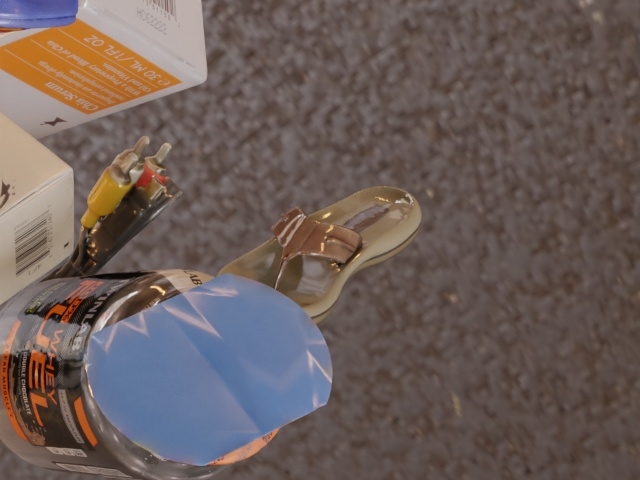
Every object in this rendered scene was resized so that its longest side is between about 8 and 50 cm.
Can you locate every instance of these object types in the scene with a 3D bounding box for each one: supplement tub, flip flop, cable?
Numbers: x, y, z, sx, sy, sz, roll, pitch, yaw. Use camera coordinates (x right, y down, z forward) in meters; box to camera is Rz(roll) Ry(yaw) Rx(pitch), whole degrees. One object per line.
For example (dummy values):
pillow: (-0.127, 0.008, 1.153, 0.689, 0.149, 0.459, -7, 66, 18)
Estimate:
supplement tub: (-0.183, 0.133, 1.879, 0.338, 0.207, 0.207, -6, 58, 56)
flip flop: (0.000, 0.000, 1.771, 0.112, 0.080, 0.277, 26, 39, 30)
cable: (-0.256, 0.000, 2.089, 0.287, 0.139, 0.072, -44, 81, 20)

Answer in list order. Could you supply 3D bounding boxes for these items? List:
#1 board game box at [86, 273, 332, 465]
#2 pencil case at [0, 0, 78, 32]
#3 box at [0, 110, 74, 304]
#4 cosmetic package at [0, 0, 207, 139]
board game box: (-0.076, 0.097, 1.315, 0.169, 0.033, 0.133, -25, 56, -27)
pencil case: (-0.192, -0.285, 1.223, 0.119, 0.133, 0.306, 14, 98, 20)
box: (-0.321, -0.076, 1.521, 0.275, 0.113, 0.094, 36, 55, 23)
cosmetic package: (-0.371, -0.209, 2.016, 0.453, 0.230, 0.161, -16, 68, 26)
